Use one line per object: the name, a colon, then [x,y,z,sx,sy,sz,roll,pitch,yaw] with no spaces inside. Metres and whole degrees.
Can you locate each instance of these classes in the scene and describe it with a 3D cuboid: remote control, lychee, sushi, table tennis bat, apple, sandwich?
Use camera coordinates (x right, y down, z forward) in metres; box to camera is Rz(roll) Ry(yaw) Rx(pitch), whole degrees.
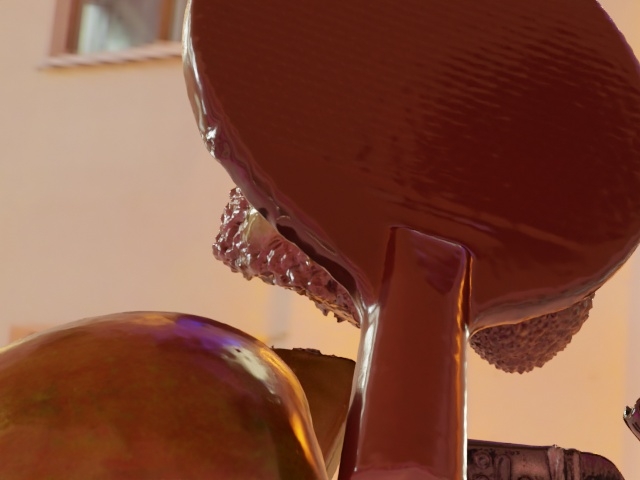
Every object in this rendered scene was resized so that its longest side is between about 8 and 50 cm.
remote control: [0.164,0.241,1.601,0.265,0.090,0.066,4,-10,-2]
lychee: [0.243,0.062,2.000,0.194,0.194,0.194,5,-12,1]
sushi: [0.000,0.000,2.047,0.236,0.171,0.270,27,-2,-40]
table tennis bat: [0.054,-0.043,0.820,0.268,0.415,0.051,17,-42,-12]
apple: [-0.100,0.156,0.765,0.226,0.246,0.246,-11,-12,-3]
sandwich: [-0.078,0.223,2.060,0.245,0.212,0.063,6,-47,24]

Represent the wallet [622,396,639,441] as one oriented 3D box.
wallet: [0.350,0.218,1.333,0.049,0.229,0.182,-47,-25,16]
